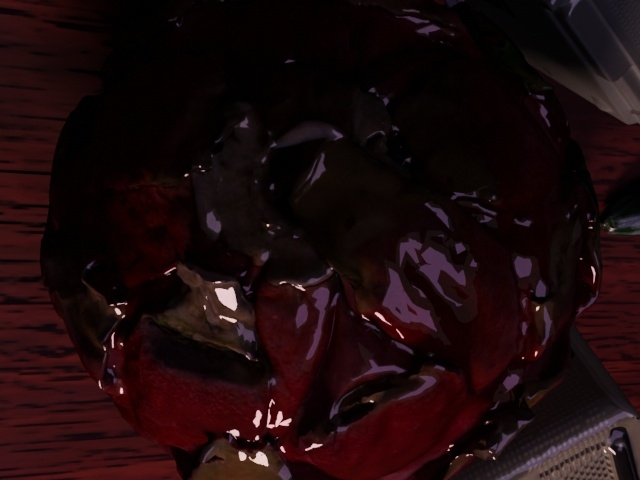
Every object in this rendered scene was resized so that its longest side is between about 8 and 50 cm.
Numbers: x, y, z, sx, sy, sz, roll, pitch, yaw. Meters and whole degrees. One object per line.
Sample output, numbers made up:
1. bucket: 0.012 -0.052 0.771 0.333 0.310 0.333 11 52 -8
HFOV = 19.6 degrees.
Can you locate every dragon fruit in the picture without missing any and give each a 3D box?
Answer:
1. dragon fruit: 0.003 -0.001 1.050 0.329 0.329 0.329 -25 133 -29

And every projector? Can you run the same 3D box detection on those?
1. projector: 0.101 0.117 1.291 0.177 0.242 0.163 -26 138 -5
2. projector: 0.121 -0.186 1.106 0.099 0.192 0.257 -51 141 -3

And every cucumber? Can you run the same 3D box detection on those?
1. cucumber: 0.280 -0.035 1.491 0.168 0.039 0.039 -28 135 -29

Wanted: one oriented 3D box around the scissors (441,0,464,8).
1. scissors: 0.010 -0.185 1.106 0.189 0.100 0.015 47 53 -36
